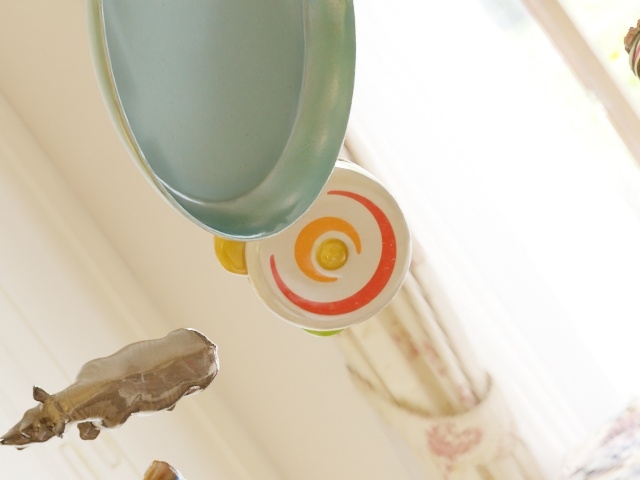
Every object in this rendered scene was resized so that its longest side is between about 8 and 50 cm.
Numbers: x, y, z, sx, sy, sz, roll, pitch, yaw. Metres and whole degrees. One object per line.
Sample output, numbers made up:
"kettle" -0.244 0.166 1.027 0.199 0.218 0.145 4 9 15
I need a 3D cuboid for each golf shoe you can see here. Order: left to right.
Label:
"golf shoe" 0.439 -0.268 1.525 0.186 0.067 0.086 114 158 -49

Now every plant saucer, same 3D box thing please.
"plant saucer" -0.068 -0.157 0.885 0.044 0.317 0.317 -1 23 31

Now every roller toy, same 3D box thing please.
"roller toy" 0.000 0.000 1.427 0.191 0.209 0.146 -48 16 2

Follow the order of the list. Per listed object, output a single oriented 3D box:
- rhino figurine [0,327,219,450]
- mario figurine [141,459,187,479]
"rhino figurine" -0.199 0.144 1.176 0.243 0.073 0.106 -19 -11 -39
"mario figurine" -0.042 0.332 1.054 0.170 0.320 0.198 -52 9 43
